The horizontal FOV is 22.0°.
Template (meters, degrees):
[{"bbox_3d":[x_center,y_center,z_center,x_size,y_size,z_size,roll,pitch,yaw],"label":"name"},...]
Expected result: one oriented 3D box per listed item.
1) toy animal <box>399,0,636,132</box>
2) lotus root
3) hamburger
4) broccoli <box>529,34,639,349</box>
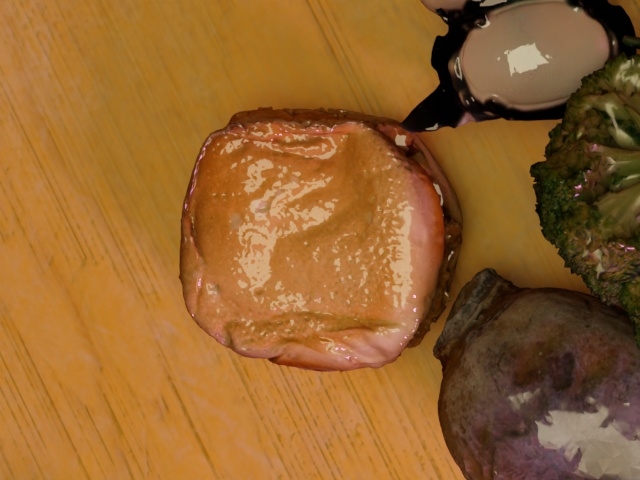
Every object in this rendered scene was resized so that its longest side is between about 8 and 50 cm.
[{"bbox_3d":[0.127,-0.170,1.129,0.166,0.138,0.179,-7,99,1],"label":"toy animal"},{"bbox_3d":[0.223,0.154,1.124,0.349,0.175,0.175,31,104,12],"label":"lotus root"},{"bbox_3d":[0.000,0.002,1.202,0.214,0.108,0.213,2,96,16],"label":"hamburger"},{"bbox_3d":[0.299,-0.043,1.014,0.304,0.283,0.321,28,70,0],"label":"broccoli"}]
